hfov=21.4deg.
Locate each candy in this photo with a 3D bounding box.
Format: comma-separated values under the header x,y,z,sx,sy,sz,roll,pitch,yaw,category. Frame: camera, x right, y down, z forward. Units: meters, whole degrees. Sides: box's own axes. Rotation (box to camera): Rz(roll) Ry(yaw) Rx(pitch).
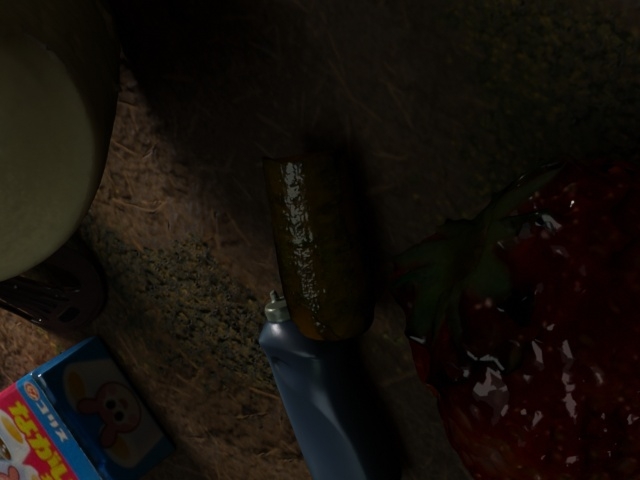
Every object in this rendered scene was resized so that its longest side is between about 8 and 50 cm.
x,y,z,sx,sy,sz,roll,pitch,yaw,category
-0.302,0.227,1.865,0.157,0.100,0.306,56,142,-1,candy

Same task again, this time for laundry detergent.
x,y,z,sx,sy,sz,roll,pitch,yaw,category
0.001,0.137,1.529,0.097,0.061,0.206,-1,116,54,laundry detergent

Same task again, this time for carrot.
x,y,z,sx,sy,sz,roll,pitch,yaw,category
0.000,0.000,1.420,0.082,0.082,0.173,10,117,40,carrot

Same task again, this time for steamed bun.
x,y,z,sx,sy,sz,roll,pitch,yaw,category
-0.392,-0.159,1.363,0.456,0.371,0.290,31,108,-19,steamed bun

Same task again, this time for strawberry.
x,y,z,sx,sy,sz,roll,pitch,yaw,category
0.197,0.081,1.184,0.288,0.250,0.238,41,109,-17,strawberry

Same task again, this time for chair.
x,y,z,sx,sy,sz,roll,pitch,yaw,category
-0.382,-0.033,1.747,0.326,0.183,0.175,17,149,-27,chair
